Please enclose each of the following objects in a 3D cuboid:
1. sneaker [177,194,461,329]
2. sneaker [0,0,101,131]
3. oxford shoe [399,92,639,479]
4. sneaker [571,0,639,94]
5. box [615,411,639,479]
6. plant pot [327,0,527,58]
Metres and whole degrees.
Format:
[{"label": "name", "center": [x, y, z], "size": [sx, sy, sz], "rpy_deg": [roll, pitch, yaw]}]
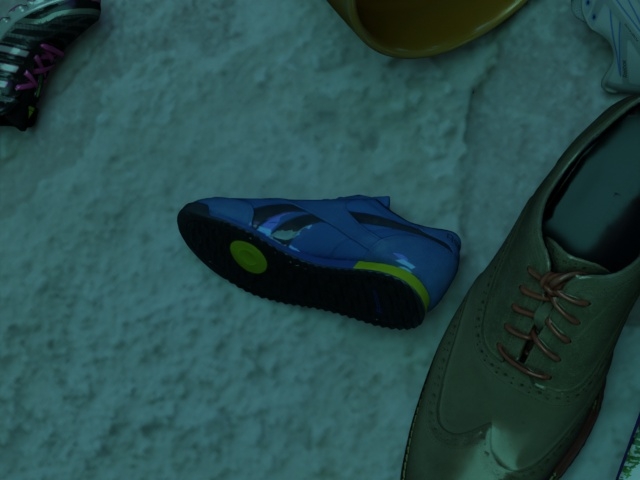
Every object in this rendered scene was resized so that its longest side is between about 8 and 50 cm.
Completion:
[{"label": "sneaker", "center": [0.000, 0.000, 1.323], "size": [0.209, 0.069, 0.082], "rpy_deg": [15, 51, 24]}, {"label": "sneaker", "center": [-0.226, -0.122, 1.393], "size": [0.170, 0.063, 0.075], "rpy_deg": [-34, 77, 8]}, {"label": "oxford shoe", "center": [0.145, 0.047, 1.237], "size": [0.123, 0.130, 0.348], "rpy_deg": [26, 87, 16]}, {"label": "sneaker", "center": [0.209, -0.185, 1.272], "size": [0.083, 0.071, 0.190], "rpy_deg": [-1, 107, 25]}, {"label": "box", "center": [0.339, 0.185, 1.204], "size": [0.293, 0.057, 0.201], "rpy_deg": [20, 84, 16]}, {"label": "plant pot", "center": [0.054, -0.263, 1.293], "size": [0.205, 0.205, 0.188], "rpy_deg": [-42, 59, 3]}]
